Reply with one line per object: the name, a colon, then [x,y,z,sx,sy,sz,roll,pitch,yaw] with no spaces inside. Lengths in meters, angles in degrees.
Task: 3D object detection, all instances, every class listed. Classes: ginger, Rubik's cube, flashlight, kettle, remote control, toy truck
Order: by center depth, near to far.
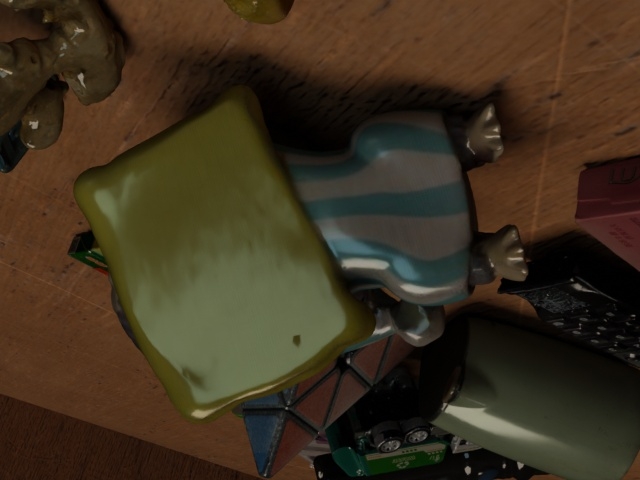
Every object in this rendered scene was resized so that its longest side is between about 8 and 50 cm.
ginger: [-0.264,-0.115,0.847,0.259,0.065,0.149,-41,145,25]
remote control: [0.372,0.102,1.088,0.399,0.062,0.144,25,158,-26]
kettle: [0.255,0.194,1.288,0.255,0.165,0.240,18,-173,-6]
Rubik's cube: [-0.016,0.124,1.302,0.233,0.228,0.228,-27,-169,9]
toy truck: [0.128,0.249,1.394,0.253,0.114,0.124,-6,137,-15]
flashlight: [0.194,0.321,1.477,0.424,0.103,0.103,-8,161,-10]

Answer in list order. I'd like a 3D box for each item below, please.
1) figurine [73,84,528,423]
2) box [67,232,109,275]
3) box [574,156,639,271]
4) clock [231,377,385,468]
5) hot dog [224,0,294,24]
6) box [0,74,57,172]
figurine: [0.000,0.000,0.972,0.361,0.266,0.378,-11,178,9]
box: [-0.221,0.022,1.331,0.132,0.034,0.235,32,154,-35]
box: [0.304,-0.013,0.856,0.156,0.060,0.111,34,152,-33]
clock: [0.049,0.282,1.619,0.235,0.166,0.309,-5,143,42]
hot dog: [-0.072,-0.223,0.567,0.061,0.087,0.286,12,156,22]
box: [-0.296,-0.123,0.952,0.054,0.099,0.074,30,159,2]
